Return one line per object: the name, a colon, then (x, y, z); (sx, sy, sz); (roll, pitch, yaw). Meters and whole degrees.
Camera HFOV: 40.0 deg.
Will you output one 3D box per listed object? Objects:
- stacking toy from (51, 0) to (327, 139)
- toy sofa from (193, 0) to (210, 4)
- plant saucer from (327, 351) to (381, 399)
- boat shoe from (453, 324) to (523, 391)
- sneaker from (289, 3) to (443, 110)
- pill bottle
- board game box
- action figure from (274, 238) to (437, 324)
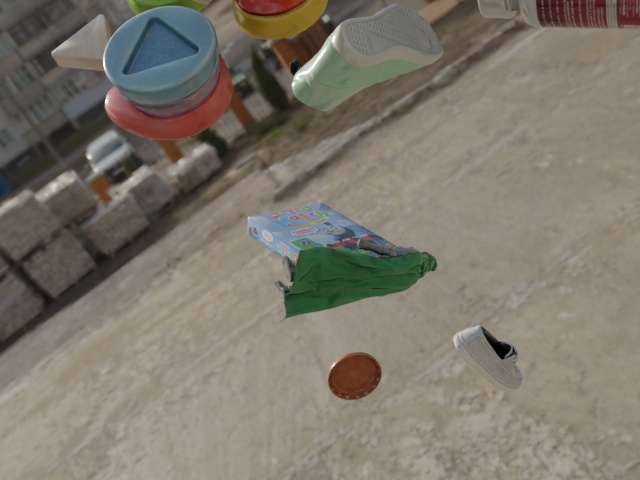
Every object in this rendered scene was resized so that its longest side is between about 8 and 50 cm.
stacking toy: (-0.178, -0.290, 1.050); (0.279, 0.130, 0.309); (28, 68, 26)
toy sofa: (-0.080, -0.292, 0.471); (0.362, 0.150, 0.177); (152, 133, -72)
plant saucer: (0.050, 0.202, 1.319); (0.083, 0.083, 0.013); (-34, 30, 4)
boat shoe: (0.298, 0.195, 1.480); (0.063, 0.184, 0.066); (-33, 34, 26)
sneaker: (0.062, -0.257, 1.264); (0.256, 0.094, 0.151); (-20, -11, -48)
pill bottle: (0.307, -0.316, 1.051); (0.221, 0.121, 0.121); (8, 36, 24)
board game box: (0.000, 0.000, 1.464); (0.160, 0.039, 0.211); (-13, 29, -35)
action figure: (0.056, 0.043, 1.173); (0.232, 0.063, 0.137); (-5, -40, -26)
